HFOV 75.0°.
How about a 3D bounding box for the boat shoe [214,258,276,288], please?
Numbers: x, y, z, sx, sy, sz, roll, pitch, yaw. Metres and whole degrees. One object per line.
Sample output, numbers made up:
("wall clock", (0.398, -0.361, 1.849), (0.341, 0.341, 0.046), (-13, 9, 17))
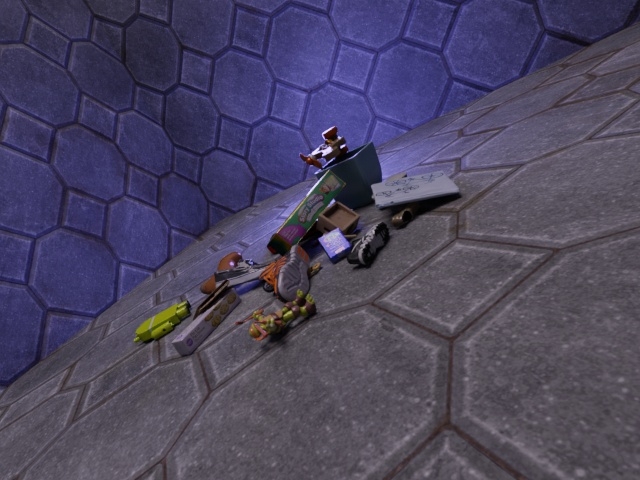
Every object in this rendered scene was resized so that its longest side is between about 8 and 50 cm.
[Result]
("boat shoe", (-0.314, 0.125, 1.772), (0.300, 0.102, 0.108), (-17, -8, 14))

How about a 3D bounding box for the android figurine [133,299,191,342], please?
("android figurine", (-0.714, 0.369, 1.880), (0.272, 0.056, 0.248), (-31, 16, -10))

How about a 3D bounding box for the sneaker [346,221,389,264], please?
("sneaker", (0.158, 0.009, 1.433), (0.106, 0.078, 0.234), (-13, 24, 39))

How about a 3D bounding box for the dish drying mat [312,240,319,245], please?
("dish drying mat", (0.000, 0.000, 1.876), (0.083, 0.008, 0.032), (-36, 16, -21))

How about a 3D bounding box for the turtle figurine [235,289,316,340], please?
("turtle figurine", (-0.120, 0.230, 1.210), (0.217, 0.087, 0.269), (-27, 5, -21))

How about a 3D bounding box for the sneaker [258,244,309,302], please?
("sneaker", (-0.137, 0.152, 1.476), (0.180, 0.125, 0.321), (-37, 13, 20))

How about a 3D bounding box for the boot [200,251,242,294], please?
("boot", (-0.428, 0.148, 1.967), (0.220, 0.109, 0.283), (-12, 25, 50))

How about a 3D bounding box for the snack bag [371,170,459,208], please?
("snack bag", (0.369, -0.202, 1.651), (0.322, 0.037, 0.343), (-10, 20, 7))

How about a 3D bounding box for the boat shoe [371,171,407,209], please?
("boat shoe", (0.326, -0.228, 1.889), (0.095, 0.079, 0.254), (-10, 26, 44))

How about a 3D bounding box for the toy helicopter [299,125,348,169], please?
("toy helicopter", (0.021, -0.427, 2.016), (0.234, 0.140, 0.355), (-30, 18, 5))

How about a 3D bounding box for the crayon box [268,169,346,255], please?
("crayon box", (-0.069, -0.111, 1.859), (0.363, 0.106, 0.313), (-52, 6, -15))

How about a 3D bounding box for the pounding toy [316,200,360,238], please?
("pounding toy", (0.069, -0.038, 1.700), (0.206, 0.181, 0.094), (-41, -23, -36))

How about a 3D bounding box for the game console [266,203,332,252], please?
("game console", (-0.098, -0.073, 2.189), (0.386, 0.060, 0.342), (-27, 16, 5))

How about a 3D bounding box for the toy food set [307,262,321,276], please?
("toy food set", (-0.038, 0.113, 1.558), (0.083, 0.020, 0.082), (-14, 22, 43))

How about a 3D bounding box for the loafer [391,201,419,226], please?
("loafer", (0.322, -0.098, 1.535), (0.148, 0.056, 0.050), (-43, 25, -27))

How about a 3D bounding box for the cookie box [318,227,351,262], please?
("cookie box", (0.055, 0.018, 1.559), (0.091, 0.040, 0.107), (-29, 52, -4))

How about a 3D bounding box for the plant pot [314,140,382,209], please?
("plant pot", (0.171, -0.304, 2.077), (0.247, 0.253, 0.247), (-18, 18, 37))

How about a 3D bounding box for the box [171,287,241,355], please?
("box", (-0.418, 0.298, 1.565), (0.063, 0.067, 0.324), (-19, 17, 34))

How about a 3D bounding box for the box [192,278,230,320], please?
("box", (-0.443, 0.245, 1.678), (0.164, 0.021, 0.201), (-48, 0, -31))
